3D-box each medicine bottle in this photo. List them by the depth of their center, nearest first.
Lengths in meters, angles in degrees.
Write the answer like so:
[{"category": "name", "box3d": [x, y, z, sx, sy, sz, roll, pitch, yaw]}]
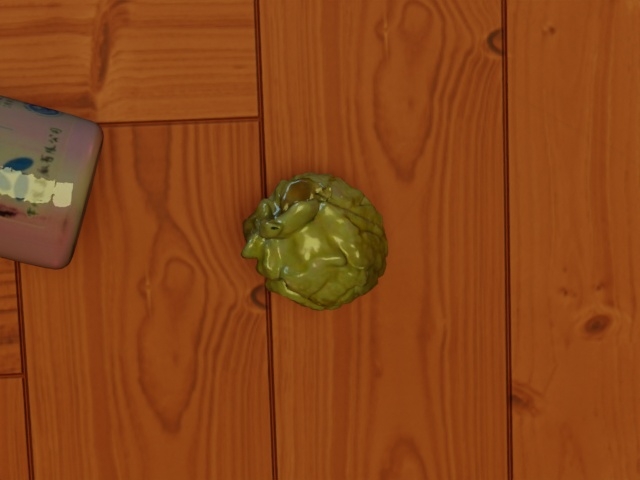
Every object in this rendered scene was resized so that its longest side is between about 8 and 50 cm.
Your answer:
[{"category": "medicine bottle", "box3d": [-0.341, -0.071, 1.347, 0.254, 0.152, 0.152, 16, 97, -9]}]

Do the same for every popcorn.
[{"category": "popcorn", "box3d": [0.000, 0.000, 1.404, 0.135, 0.162, 0.141, 26, 55, 21]}]
